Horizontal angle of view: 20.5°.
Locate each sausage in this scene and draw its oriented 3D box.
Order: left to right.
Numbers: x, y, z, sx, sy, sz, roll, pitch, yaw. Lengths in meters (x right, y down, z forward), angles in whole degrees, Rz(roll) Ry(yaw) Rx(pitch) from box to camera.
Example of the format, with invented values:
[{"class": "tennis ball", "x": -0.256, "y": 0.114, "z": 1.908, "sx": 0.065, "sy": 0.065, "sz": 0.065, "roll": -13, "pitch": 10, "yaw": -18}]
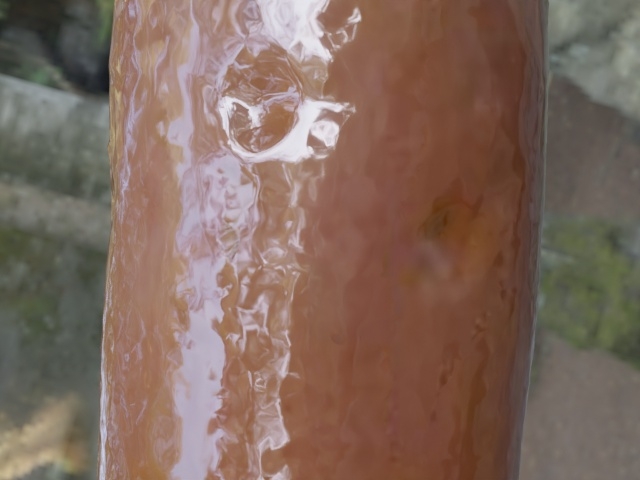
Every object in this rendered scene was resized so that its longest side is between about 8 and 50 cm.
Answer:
[{"class": "sausage", "x": 0.000, "y": 0.000, "z": 0.447, "sx": 0.113, "sy": 0.113, "sz": 0.259, "roll": -111, "pitch": 26, "yaw": -85}]
